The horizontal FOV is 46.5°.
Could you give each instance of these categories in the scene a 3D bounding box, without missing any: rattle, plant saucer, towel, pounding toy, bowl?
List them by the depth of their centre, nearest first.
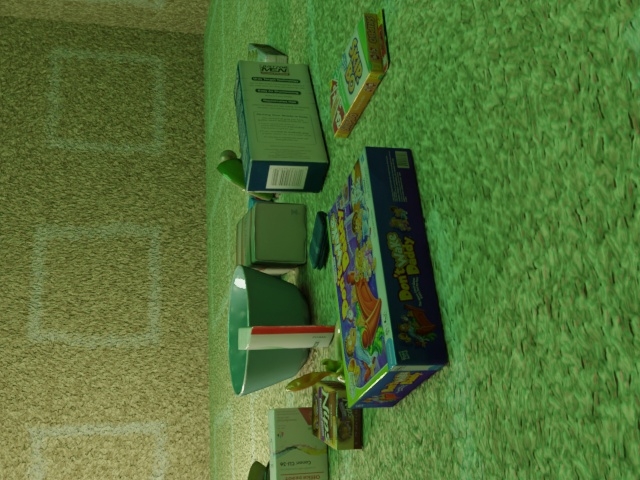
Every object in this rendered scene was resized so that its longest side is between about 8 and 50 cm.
[{"bbox_3d":[0.011,0.166,1.360,0.130,0.143,0.199,-74,-17,-74],"label":"rattle"},{"bbox_3d":[0.000,0.000,1.609,0.067,0.029,0.119,-108,24,-51],"label":"towel"},{"bbox_3d":[-0.121,0.213,1.785,0.311,0.163,0.311,-179,90,-75],"label":"bowl"},{"bbox_3d":[-0.155,0.707,1.971,0.241,0.037,0.241,-4,-90,-81],"label":"plant saucer"},{"bbox_3d":[-0.199,-0.216,2.175,0.110,0.183,0.237,-58,19,11],"label":"pounding toy"}]

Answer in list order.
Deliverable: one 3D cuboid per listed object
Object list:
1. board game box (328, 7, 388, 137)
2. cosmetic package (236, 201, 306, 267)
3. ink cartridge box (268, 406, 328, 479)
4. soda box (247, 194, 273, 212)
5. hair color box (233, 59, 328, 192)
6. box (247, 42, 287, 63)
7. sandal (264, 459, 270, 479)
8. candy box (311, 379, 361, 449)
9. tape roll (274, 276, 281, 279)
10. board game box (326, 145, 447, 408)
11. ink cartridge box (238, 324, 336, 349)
[{"bbox_3d":[0.067,-0.306,1.387,0.259,0.039,0.124,130,139,-62],"label":"board game box"},{"bbox_3d":[-0.133,0.003,1.912,0.296,0.129,0.153,146,125,-71],"label":"cosmetic package"},{"bbox_3d":[-0.047,0.454,1.575,0.067,0.115,0.198,137,132,-69],"label":"ink cartridge box"},{"bbox_3d":[-0.185,-0.027,2.230,0.071,0.067,0.210,-123,36,-65],"label":"soda box"},{"bbox_3d":[-0.098,-0.267,1.724,0.105,0.174,0.347,107,159,-48],"label":"hair color box"},{"bbox_3d":[-0.160,-0.531,2.190,0.324,0.063,0.067,-123,36,-65],"label":"box"},{"bbox_3d":[-0.114,0.673,1.914,0.090,0.060,0.219,63,-149,-68],"label":"sandal"},{"bbox_3d":[0.028,0.331,1.431,0.187,0.053,0.109,162,110,-73],"label":"candy box"},{"bbox_3d":[-0.175,0.206,2.131,0.275,0.090,0.275,-179,90,-75],"label":"tape roll"},{"bbox_3d":[0.092,0.063,1.166,0.233,0.078,0.347,118,150,-59],"label":"board game box"},{"bbox_3d":[-0.061,0.198,1.527,0.225,0.181,0.056,163,107,-72],"label":"ink cartridge box"}]
